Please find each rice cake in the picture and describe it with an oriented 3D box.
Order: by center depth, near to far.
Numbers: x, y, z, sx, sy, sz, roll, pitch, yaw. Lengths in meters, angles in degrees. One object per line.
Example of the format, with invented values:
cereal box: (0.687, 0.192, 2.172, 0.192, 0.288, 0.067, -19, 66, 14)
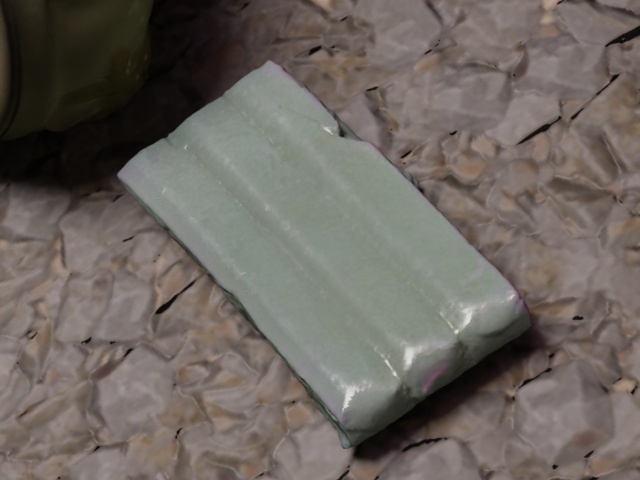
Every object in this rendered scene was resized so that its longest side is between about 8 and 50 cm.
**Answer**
rice cake: (0.000, 0.000, 0.974, 0.127, 0.043, 0.237, -37, 54, -6)

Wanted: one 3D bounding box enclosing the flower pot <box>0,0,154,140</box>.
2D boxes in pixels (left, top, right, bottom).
flower pot: (-0.169, -0.223, 1.044, 0.244, 0.307, 0.307, -36, 51, -28)
